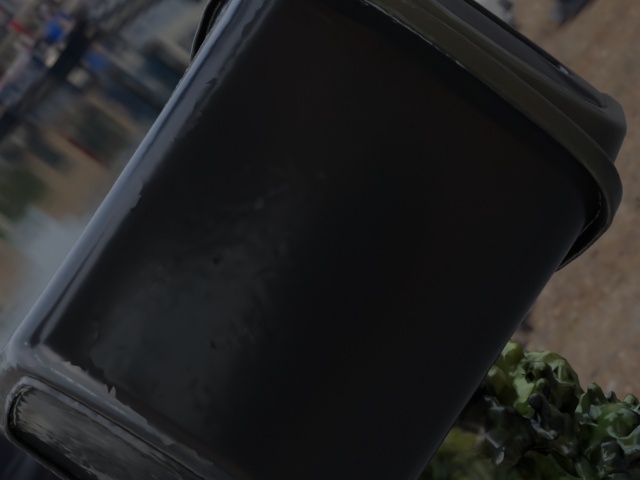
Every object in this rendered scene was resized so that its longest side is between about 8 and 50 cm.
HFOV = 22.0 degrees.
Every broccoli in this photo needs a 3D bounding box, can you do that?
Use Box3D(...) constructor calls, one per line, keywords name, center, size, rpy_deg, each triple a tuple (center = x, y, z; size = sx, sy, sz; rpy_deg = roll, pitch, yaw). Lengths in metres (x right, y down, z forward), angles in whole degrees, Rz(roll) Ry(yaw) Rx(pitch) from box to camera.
Box3D(name="broccoli", center=(0.061, 0.185, 1.111), size=(0.324, 0.272, 0.334), rpy_deg=(-12, -43, -46))

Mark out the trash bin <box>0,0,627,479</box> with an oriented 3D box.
Box3D(name="trash bin", center=(0.000, 0.000, 0.745), size=(0.290, 0.209, 0.182), rpy_deg=(-57, 4, -24))
